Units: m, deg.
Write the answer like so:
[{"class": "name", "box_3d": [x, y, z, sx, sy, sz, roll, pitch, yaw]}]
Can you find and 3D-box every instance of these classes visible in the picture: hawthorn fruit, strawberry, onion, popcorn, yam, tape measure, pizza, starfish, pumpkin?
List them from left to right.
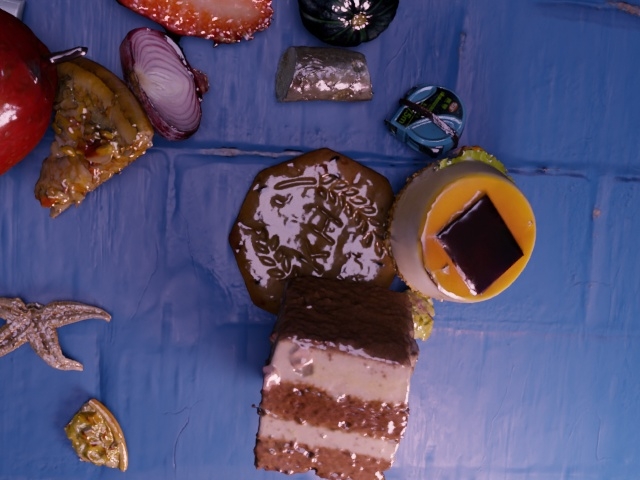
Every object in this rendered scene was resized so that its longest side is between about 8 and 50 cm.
[{"class": "hawthorn fruit", "box_3d": [-0.543, -0.242, 1.147, 0.369, 0.285, 0.285, -21, 100, -2]}, {"class": "starfish", "box_3d": [-0.520, 0.176, 1.323, 0.247, 0.050, 0.138, 7, 97, -7]}, {"class": "pizza", "box_3d": [-0.431, -0.200, 1.251, 0.287, 0.074, 0.251, -33, 70, 23]}, {"class": "pizza", "box_3d": [-0.428, 0.380, 1.368, 0.099, 0.036, 0.160, -21, 100, -6]}, {"class": "onion", "box_3d": [-0.285, -0.272, 1.286, 0.151, 0.098, 0.206, -17, 87, -44]}, {"class": "strawberry", "box_3d": [-0.235, -0.471, 1.271, 0.233, 0.138, 0.306, -41, 128, 16]}, {"class": "yam", "box_3d": [0.011, -0.308, 1.331, 0.183, 0.107, 0.107, 0, 97, -12]}, {"class": "pumpkin", "box_3d": [0.052, -0.438, 1.284, 0.194, 0.194, 0.150, -4, 78, -9]}, {"class": "popcorn", "box_3d": [0.181, 0.148, 1.423, 0.109, 0.089, 0.097, 43, 53, -20]}, {"class": "tape measure", "box_3d": [0.212, -0.234, 1.371, 0.146, 0.081, 0.125, 36, 79, 12]}]

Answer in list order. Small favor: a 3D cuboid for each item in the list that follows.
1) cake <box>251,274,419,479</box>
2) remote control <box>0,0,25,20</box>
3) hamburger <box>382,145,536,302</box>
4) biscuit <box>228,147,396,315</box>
[{"class": "cake", "box_3d": [0.032, 0.245, 1.284, 0.282, 0.256, 0.290, 12, 118, -3]}, {"class": "remote control", "box_3d": [-0.603, -0.412, 1.247, 0.162, 0.029, 0.061, 11, 93, -10]}, {"class": "hamburger", "box_3d": [0.264, -0.020, 1.361, 0.294, 0.179, 0.276, -43, 110, -5]}, {"class": "biscuit", "box_3d": [0.000, 0.001, 1.393, 0.359, 0.046, 0.359, -1, 96, -8]}]
